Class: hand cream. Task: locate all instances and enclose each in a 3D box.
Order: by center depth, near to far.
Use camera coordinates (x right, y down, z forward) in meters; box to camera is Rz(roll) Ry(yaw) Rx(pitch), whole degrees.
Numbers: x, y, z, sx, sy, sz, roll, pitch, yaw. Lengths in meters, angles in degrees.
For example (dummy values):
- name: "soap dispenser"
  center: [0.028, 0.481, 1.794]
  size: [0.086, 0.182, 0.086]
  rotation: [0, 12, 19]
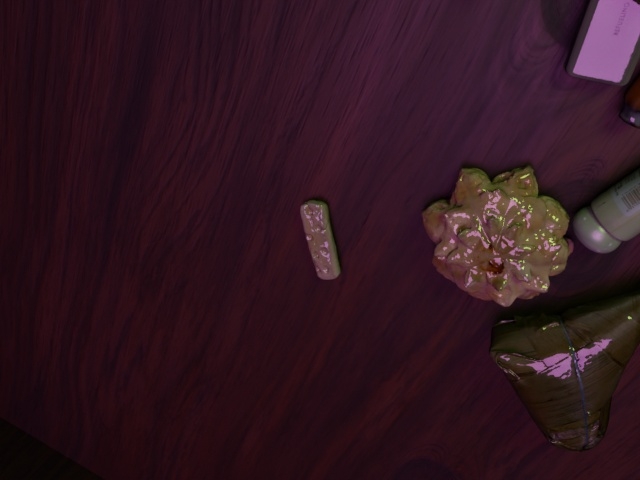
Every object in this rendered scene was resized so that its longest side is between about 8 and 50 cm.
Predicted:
- name: "hand cream"
  center: [0.566, -0.096, 0.908]
  size: [0.093, 0.147, 0.306]
  rotation: [38, 129, -1]

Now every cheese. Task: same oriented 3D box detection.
- name: "cheese"
  center: [0.000, 0.000, 1.216]
  size: [0.065, 0.043, 0.194]
  rotation: [-3, 116, 21]

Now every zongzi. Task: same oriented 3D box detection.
- name: "zongzi"
  center: [0.570, 0.254, 1.082]
  size: [0.360, 0.160, 0.323]
  rotation: [-29, 109, 24]

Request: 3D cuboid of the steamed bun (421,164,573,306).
- name: "steamed bun"
  center: [0.331, -0.001, 1.040]
  size: [0.292, 0.137, 0.295]
  rotation: [28, 125, 9]

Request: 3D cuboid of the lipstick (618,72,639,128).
- name: "lipstick"
  center: [0.592, -0.353, 0.787]
  size: [0.077, 0.077, 0.418]
  rotation: [29, 124, 4]

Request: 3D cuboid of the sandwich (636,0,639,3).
- name: "sandwich"
  center: [0.443, -0.389, 0.763]
  size: [0.029, 0.067, 0.135]
  rotation: [-39, 111, 9]

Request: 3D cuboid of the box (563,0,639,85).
- name: "box"
  center: [0.469, -0.370, 0.835]
  size: [0.103, 0.055, 0.243]
  rotation: [16, 121, 12]
